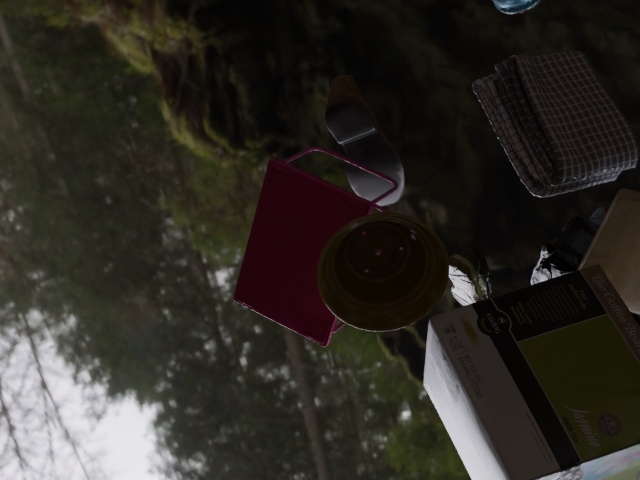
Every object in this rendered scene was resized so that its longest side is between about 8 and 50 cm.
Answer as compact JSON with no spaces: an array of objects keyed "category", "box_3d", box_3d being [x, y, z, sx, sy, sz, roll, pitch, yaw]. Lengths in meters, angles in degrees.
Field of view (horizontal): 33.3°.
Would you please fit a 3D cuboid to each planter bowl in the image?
[{"category":"planter bowl","box_3d":[0.100,0.036,1.777,0.217,0.217,0.090,-12,-155,2]}]

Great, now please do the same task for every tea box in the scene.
[{"category":"tea box","box_3d":[0.380,0.262,1.759,0.323,0.220,0.329,-16,-128,-10]}]

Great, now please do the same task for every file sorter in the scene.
[{"category":"file sorter","box_3d":[0.000,0.000,1.958,0.202,0.291,0.182,26,-153,18]}]

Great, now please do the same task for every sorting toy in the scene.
[{"category":"sorting toy","box_3d":[0.592,0.015,1.838,0.255,0.257,0.089,15,-132,1]}]

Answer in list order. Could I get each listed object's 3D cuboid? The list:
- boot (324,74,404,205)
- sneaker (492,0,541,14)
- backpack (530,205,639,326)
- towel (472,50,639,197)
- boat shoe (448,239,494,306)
[{"category":"boot","box_3d":[0.090,-0.192,2.074,0.112,0.305,0.115,-15,-135,13]},{"category":"sneaker","box_3d":[0.237,-0.431,1.400,0.104,0.125,0.262,-21,-122,20]},{"category":"backpack","box_3d":[0.559,0.084,2.068,0.213,0.276,0.263,-44,-107,-8]},{"category":"towel","box_3d":[0.461,-0.237,2.062,0.235,0.121,0.284,-15,-107,-32]},{"category":"boat shoe","box_3d":[0.283,0.072,1.954,0.080,0.223,0.073,35,-103,29]}]
